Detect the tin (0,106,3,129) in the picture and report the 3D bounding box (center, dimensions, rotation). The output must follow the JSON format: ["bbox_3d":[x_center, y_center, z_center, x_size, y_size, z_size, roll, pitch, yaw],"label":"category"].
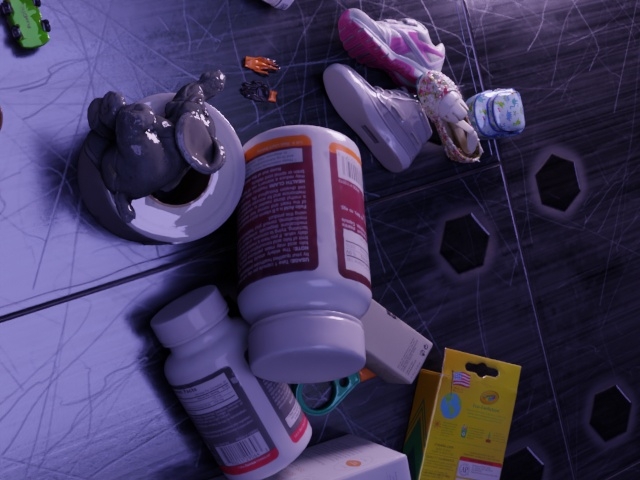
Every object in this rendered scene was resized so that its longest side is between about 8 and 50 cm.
[{"bbox_3d":[-0.601,-0.193,1.519,0.190,0.040,0.106,-9,89,-26],"label":"tin"}]

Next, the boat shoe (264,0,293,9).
[{"bbox_3d":[-0.061,-0.557,1.758,0.084,0.095,0.258,18,81,-30],"label":"boat shoe"}]

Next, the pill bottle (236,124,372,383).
[{"bbox_3d":[-0.030,0.026,1.612,0.224,0.224,0.392,10,62,-26],"label":"pill bottle"}]

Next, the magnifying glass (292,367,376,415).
[{"bbox_3d":[0.051,0.268,1.851,0.231,0.026,0.092,-17,97,-26],"label":"magnifying glass"}]

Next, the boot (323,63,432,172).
[{"bbox_3d":[0.115,-0.263,1.858,0.123,0.095,0.258,-50,119,-24],"label":"boot"}]

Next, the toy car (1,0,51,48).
[{"bbox_3d":[-0.504,-0.418,1.558,0.239,0.053,0.225,-22,100,-24],"label":"toy car"}]

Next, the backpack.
[{"bbox_3d":[0.358,-0.260,1.974,0.114,0.084,0.105,-11,92,-24],"label":"backpack"}]

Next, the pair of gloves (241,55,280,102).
[{"bbox_3d":[-0.111,-0.299,1.779,0.074,0.010,0.083,6,90,-28],"label":"pair of gloves"}]

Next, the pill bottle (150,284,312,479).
[{"bbox_3d":[-0.160,0.244,1.660,0.176,0.176,0.318,-34,105,-23],"label":"pill bottle"}]

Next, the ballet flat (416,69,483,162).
[{"bbox_3d":[0.264,-0.239,1.879,0.091,0.077,0.241,-48,137,-10],"label":"ballet flat"}]

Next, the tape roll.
[{"bbox_3d":[-0.268,-0.116,1.611,0.246,0.169,0.246,1,89,-27],"label":"tape roll"}]

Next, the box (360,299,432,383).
[{"bbox_3d":[0.066,0.158,1.798,0.275,0.113,0.094,38,71,-17],"label":"box"}]

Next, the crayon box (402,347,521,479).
[{"bbox_3d":[0.279,0.386,1.934,0.202,0.081,0.318,17,83,-26],"label":"crayon box"}]

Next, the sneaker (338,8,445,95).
[{"bbox_3d":[0.142,-0.384,1.864,0.252,0.103,0.111,29,76,-32],"label":"sneaker"}]

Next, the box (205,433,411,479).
[{"bbox_3d":[-0.032,0.486,1.702,0.345,0.215,0.168,-12,96,-26],"label":"box"}]

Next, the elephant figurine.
[{"bbox_3d":[-0.222,-0.152,1.465,0.239,0.169,0.186,-6,122,-42],"label":"elephant figurine"}]
